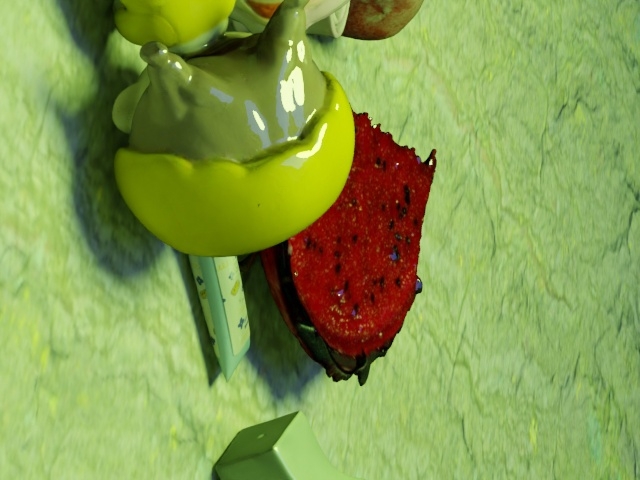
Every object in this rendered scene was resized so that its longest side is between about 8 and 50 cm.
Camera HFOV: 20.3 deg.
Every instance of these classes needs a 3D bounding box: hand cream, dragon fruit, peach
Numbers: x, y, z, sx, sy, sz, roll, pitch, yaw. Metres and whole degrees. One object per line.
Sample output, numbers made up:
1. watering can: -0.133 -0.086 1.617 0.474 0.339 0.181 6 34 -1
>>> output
1. hand cream: -0.093 0.043 1.655 0.065 0.043 0.170 -56 138 -57
2. dragon fruit: 0.000 0.000 1.791 0.343 0.100 0.282 30 62 -57
3. peach: 0.036 -0.289 1.885 0.152 0.152 0.152 -3 90 -65

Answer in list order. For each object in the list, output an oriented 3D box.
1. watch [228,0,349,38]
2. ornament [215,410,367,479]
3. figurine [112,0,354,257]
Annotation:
1. watch: -0.039 -0.313 1.689 0.217 0.211 0.248 -51 143 -79
2. ornament: -0.006 0.301 1.708 0.120 0.130 0.285 -28 111 -58
3. figurine: -0.105 -0.151 1.509 0.343 0.215 0.187 66 -14 -18
